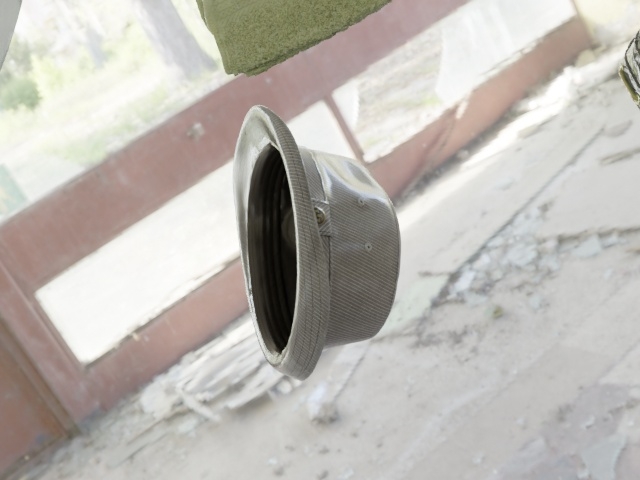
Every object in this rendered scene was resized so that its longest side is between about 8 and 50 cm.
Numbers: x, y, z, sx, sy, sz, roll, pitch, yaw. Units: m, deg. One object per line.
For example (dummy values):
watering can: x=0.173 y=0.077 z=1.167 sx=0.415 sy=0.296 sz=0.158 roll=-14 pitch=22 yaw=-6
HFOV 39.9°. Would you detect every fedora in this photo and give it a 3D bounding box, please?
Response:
fedora: x=0.000 y=0.000 z=0.892 sx=0.124 sy=0.275 sz=0.244 roll=-3 pitch=-31 yaw=-19

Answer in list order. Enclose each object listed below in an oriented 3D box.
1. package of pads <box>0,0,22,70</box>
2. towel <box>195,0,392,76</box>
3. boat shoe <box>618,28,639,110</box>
package of pads: x=-0.241 y=-0.035 z=0.353 sx=0.101 sy=0.296 sz=0.229 roll=15 pitch=-6 yaw=9
towel: x=-0.026 y=-0.203 z=0.701 sx=0.148 sy=0.110 sz=0.027 roll=-23 pitch=4 yaw=6
boat shoe: x=0.316 y=-0.081 z=0.698 sx=0.081 sy=0.228 sz=0.068 roll=-13 pitch=-25 yaw=-21
